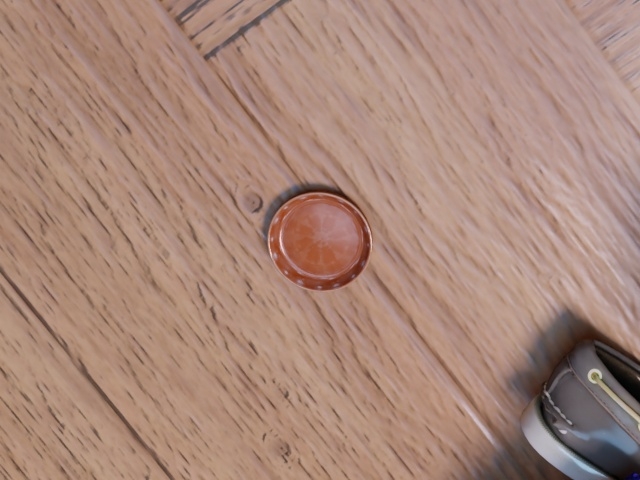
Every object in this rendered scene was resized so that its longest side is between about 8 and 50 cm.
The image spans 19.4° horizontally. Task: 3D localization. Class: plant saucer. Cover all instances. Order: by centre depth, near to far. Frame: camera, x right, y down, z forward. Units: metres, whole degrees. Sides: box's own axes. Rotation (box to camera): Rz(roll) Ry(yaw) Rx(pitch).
[{"bbox_3d":[0.000,0.000,1.477,0.084,0.013,0.083,2,110,7],"label":"plant saucer"}]

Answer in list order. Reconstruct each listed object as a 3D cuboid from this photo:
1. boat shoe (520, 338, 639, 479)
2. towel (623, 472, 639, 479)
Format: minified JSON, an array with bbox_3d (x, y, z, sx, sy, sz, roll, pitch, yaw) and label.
[{"bbox_3d":[0.306,0.183,1.447,0.305,0.109,0.091,30,115,1],"label":"boat shoe"},{"bbox_3d":[0.274,0.322,1.455,0.308,0.076,0.228,44,130,-10],"label":"towel"}]
